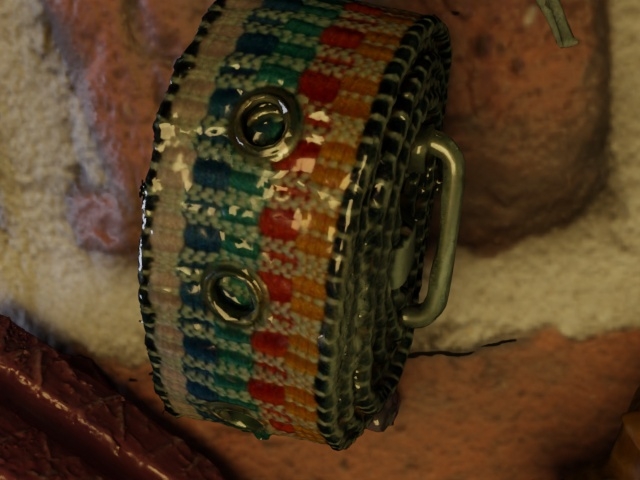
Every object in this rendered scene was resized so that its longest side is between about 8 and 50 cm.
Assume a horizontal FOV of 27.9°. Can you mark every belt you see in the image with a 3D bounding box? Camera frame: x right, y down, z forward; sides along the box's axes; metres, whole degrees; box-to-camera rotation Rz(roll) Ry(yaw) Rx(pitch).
[{"bbox_3d":[0.000,0.000,0.773,0.160,0.207,0.295,13,109,14],"label":"belt"}]

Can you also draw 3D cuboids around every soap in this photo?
[{"bbox_3d":[-0.175,0.201,0.878,0.325,0.220,0.127,36,120,3],"label":"soap"}]

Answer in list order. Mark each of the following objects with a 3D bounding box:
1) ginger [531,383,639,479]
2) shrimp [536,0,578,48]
[{"bbox_3d":[0.236,0.235,0.776,0.274,0.152,0.357,38,95,0],"label":"ginger"},{"bbox_3d":[0.097,-0.223,0.720,0.410,0.166,0.221,11,110,25],"label":"shrimp"}]
